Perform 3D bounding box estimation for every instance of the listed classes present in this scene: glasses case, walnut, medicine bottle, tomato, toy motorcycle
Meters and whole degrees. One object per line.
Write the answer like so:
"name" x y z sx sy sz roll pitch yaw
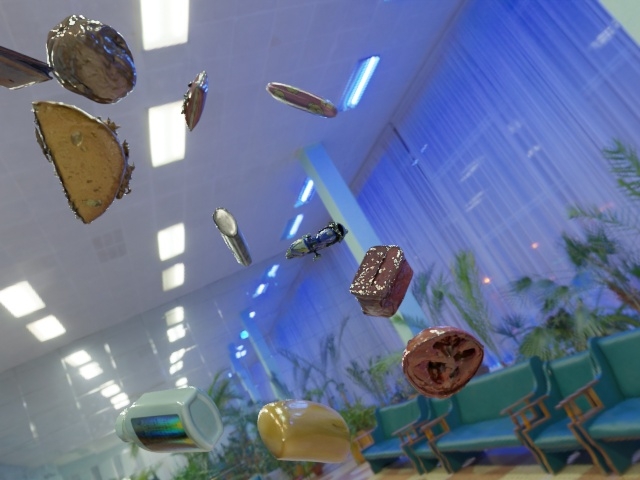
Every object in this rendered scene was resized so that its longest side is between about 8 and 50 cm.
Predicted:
"glasses case" -0.075 -0.571 1.870 0.075 0.317 0.123 -67 -20 7
"walnut" -0.719 -0.566 1.455 0.226 0.274 0.273 -61 -12 -11
"glasses case" -0.286 -0.004 1.529 0.060 0.114 0.299 -33 -18 -11
"medicine bottle" -0.307 0.357 0.902 0.229 0.121 0.083 -17 19 28
"tomato" 0.326 0.315 1.256 0.228 0.228 0.101 -32 25 10
"toy motorcycle" 0.000 0.000 1.841 0.316 0.113 0.169 -23 -11 -29

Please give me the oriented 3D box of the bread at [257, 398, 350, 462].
"bread" -0.028 0.410 1.005 0.217 0.147 0.098 19 -74 -36

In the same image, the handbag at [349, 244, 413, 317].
"handbag" 0.195 0.126 1.457 0.147 0.135 0.225 3 48 39

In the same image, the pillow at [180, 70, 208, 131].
"pillow" -0.443 -0.496 1.616 0.075 0.179 0.171 15 -55 -18

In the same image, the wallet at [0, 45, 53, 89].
"wallet" -0.753 -0.414 1.060 0.161 0.041 0.196 -2 -7 26

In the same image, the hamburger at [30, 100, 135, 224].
"hamburger" -0.849 -0.302 1.698 0.287 0.444 0.268 -22 16 -25
